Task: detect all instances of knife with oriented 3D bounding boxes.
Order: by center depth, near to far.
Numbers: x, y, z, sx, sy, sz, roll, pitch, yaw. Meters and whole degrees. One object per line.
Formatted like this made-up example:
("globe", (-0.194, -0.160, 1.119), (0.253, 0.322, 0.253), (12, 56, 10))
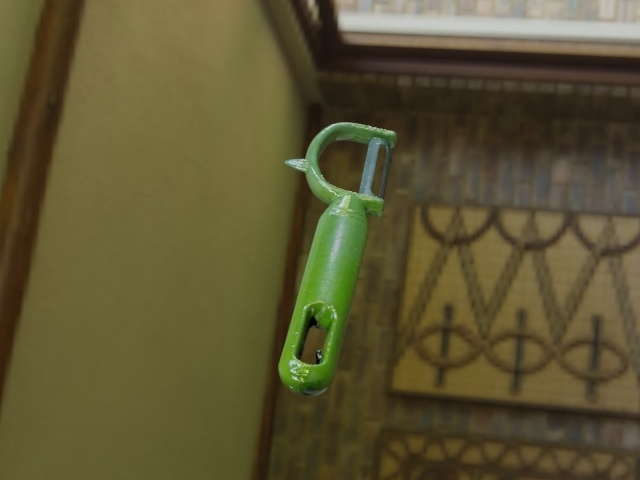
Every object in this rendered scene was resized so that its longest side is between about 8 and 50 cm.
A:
("knife", (0.000, -0.001, 0.676), (0.212, 0.054, 0.015), (-76, 3, -53))
